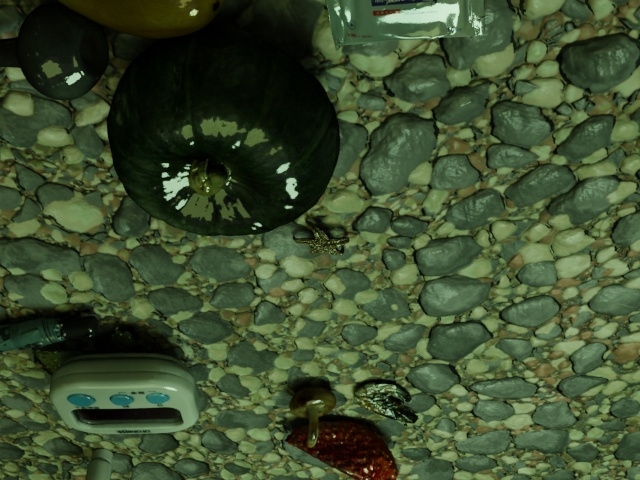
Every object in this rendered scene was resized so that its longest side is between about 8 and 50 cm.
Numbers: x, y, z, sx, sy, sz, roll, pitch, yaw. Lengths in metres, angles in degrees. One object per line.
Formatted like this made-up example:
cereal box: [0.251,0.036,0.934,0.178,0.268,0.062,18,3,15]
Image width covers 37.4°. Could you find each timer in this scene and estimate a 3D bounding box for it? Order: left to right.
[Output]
timer: [-0.358,0.283,1.745,0.262,0.087,0.237,-1,150,-1]

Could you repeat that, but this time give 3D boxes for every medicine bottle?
medicine bottle: [-0.476,0.497,2.033,0.052,0.089,0.052,1,139,1]

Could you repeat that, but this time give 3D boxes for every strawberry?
strawberry: [0.064,0.425,1.924,0.236,0.107,0.175,36,166,-31]

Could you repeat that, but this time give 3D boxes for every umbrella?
umbrella: [-0.512,0.164,1.685,0.250,0.052,0.053,-11,104,16]

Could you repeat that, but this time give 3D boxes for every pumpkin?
pumpkin: [-0.123,-0.126,1.212,0.300,0.207,0.300,1,138,1]

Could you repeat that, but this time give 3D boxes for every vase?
vase: [-0.360,-0.236,1.182,0.182,0.120,0.120,3,141,21]

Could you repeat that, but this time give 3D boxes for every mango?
mango: [-0.220,-0.302,1.104,0.227,0.099,0.136,9,139,7]

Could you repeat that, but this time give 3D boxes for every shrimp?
shrimp: [0.140,0.319,1.839,0.161,0.034,0.091,29,132,-26]

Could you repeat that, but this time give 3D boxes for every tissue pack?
tissue pack: [0.103,-0.293,1.147,0.193,0.026,0.123,-4,138,7]

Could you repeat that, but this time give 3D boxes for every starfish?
starfish: [0.000,0.000,1.488,0.091,0.028,0.078,3,141,7]

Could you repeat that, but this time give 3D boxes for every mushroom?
mushroom: [-0.020,0.335,1.830,0.088,0.073,0.130,1,110,-30]

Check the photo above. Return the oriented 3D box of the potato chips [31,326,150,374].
potato chips: [-0.413,0.222,1.753,0.219,0.029,0.202,-16,142,20]
